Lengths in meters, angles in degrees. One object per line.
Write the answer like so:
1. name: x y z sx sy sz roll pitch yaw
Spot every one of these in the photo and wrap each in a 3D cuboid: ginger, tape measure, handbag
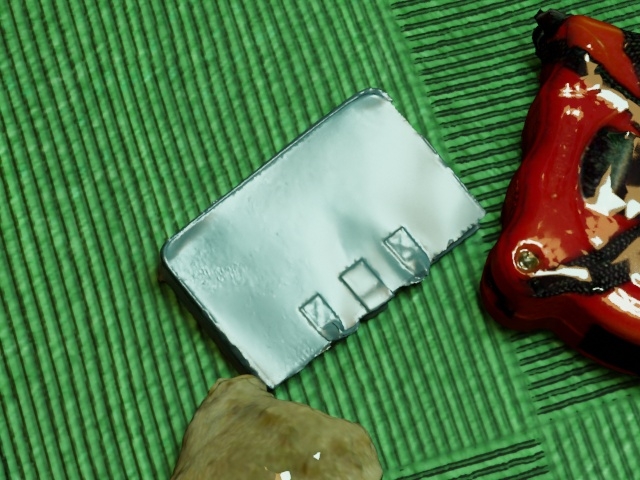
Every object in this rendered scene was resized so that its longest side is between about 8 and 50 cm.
1. ginger: -0.081 0.214 1.250 0.221 0.130 0.275 11 66 7
2. tape measure: 0.251 -0.027 1.367 0.260 0.114 0.253 18 70 3
3. handbag: 0.000 0.000 1.375 0.221 0.057 0.144 -36 80 -15
